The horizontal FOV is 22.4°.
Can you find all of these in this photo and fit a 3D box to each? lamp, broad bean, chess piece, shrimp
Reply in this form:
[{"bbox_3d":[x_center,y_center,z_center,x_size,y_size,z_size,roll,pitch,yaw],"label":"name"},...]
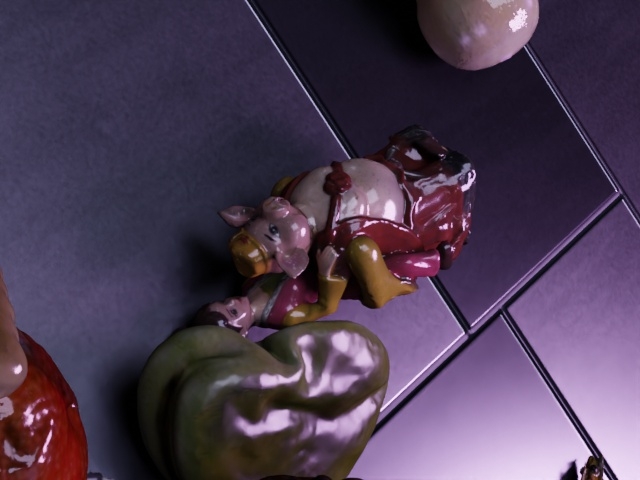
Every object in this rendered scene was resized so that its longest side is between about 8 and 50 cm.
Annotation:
[{"bbox_3d":[0.000,0.000,1.157,0.253,0.118,0.118,-21,86,-32],"label":"lamp"},{"bbox_3d":[-0.029,0.122,1.100,0.206,0.072,0.153,13,102,-41],"label":"broad bean"},{"bbox_3d":[0.093,-0.265,1.326,0.142,0.142,0.261,-39,102,-40],"label":"chess piece"},{"bbox_3d":[0.225,0.228,1.298,0.059,0.023,0.108,32,55,-35],"label":"shrimp"}]

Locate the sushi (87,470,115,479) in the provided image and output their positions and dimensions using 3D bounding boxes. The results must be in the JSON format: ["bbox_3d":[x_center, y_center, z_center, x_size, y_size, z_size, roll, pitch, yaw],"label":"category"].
[{"bbox_3d":[-0.215,0.254,0.934,0.264,0.050,0.290,29,57,-25],"label":"sushi"}]

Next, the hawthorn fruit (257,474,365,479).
[{"bbox_3d":[-0.002,0.243,1.024,0.169,0.169,0.188,-5,103,-38],"label":"hawthorn fruit"}]

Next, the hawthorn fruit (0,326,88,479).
[{"bbox_3d":[-0.211,0.118,0.852,0.173,0.173,0.179,59,35,-3],"label":"hawthorn fruit"}]

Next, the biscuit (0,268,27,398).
[{"bbox_3d":[-0.280,-0.023,0.848,0.217,0.044,0.325,5,28,-22],"label":"biscuit"}]
